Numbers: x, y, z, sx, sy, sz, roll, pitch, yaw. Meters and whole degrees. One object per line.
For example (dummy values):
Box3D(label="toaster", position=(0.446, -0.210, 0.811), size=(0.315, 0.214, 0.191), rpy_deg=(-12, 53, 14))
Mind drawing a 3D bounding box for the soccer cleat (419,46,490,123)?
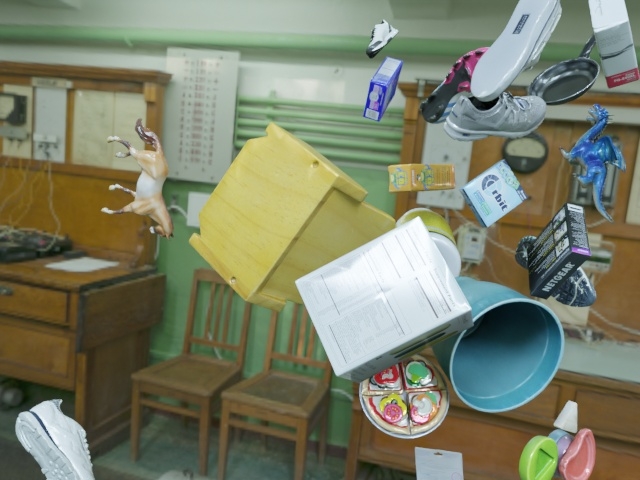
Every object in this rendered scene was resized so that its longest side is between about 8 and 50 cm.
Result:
Box3D(label="soccer cleat", position=(0.451, -0.484, 1.863), size=(0.143, 0.116, 0.331), rpy_deg=(-13, -16, -38))

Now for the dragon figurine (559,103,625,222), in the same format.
Box3D(label="dragon figurine", position=(0.679, -0.196, 1.438), size=(0.144, 0.289, 0.085), rpy_deg=(-30, -35, 26))

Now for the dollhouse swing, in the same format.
Box3D(label="dollhouse swing", position=(-0.051, -0.035, 1.437), size=(0.315, 0.347, 0.305), rpy_deg=(42, 14, 25))

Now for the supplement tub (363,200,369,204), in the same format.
Box3D(label="supplement tub", position=(0.000, 0.000, 1.886), size=(0.241, 0.331, 0.241), rpy_deg=(24, 2, -1))

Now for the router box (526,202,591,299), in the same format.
Box3D(label="router box", position=(0.509, 0.025, 1.287), size=(0.046, 0.179, 0.133), rpy_deg=(14, 53, -4))

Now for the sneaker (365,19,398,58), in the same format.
Box3D(label="sneaker", position=(0.112, -0.398, 1.177), size=(0.040, 0.044, 0.109), rpy_deg=(-35, 14, 49))

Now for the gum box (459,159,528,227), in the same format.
Box3D(label="gum box", position=(0.585, -0.158, 2.013), size=(0.184, 0.157, 0.041), rpy_deg=(-35, 6, -10))

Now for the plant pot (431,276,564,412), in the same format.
Box3D(label="plant pot", position=(0.372, 0.212, 1.387), size=(0.272, 0.271, 0.255), rpy_deg=(3, 17, -15))

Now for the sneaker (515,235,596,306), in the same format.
Box3D(label="sneaker", position=(0.636, 0.074, 1.550), size=(0.122, 0.110, 0.283), rpy_deg=(8, 27, -21))

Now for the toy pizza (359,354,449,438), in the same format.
Box3D(label="toy pizza", position=(0.188, 0.338, 1.328), size=(0.201, 0.201, 0.032), rpy_deg=(6, -35, 4))

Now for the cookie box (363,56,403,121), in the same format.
Box3D(label="cookie box", position=(0.131, -0.318, 1.249), size=(0.040, 0.092, 0.107), rpy_deg=(22, 49, 10))

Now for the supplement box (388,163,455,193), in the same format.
Box3D(label="supplement box", position=(0.286, -0.175, 1.668), size=(0.080, 0.078, 0.233), rpy_deg=(2, 7, 45))

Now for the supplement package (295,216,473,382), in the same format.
Box3D(label="supplement package", position=(0.129, 0.123, 1.146), size=(0.263, 0.198, 0.199), rpy_deg=(-28, -22, 6))

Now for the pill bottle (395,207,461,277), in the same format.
Box3D(label="pill bottle", position=(0.305, 0.018, 1.770), size=(0.188, 0.188, 0.334), rpy_deg=(6, 21, 4))

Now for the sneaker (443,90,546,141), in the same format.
Box3D(label="sneaker", position=(0.437, -0.312, 1.429), size=(0.281, 0.115, 0.105), rpy_deg=(-16, 52, -22))

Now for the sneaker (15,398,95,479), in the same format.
Box3D(label="sneaker", position=(-0.488, 0.413, 1.159), size=(0.235, 0.090, 0.095), rpy_deg=(52, 27, 11))

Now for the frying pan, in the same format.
Box3D(label="frying pan", position=(0.725, -0.501, 1.751), size=(0.197, 0.053, 0.326), rpy_deg=(-6, 44, 39))

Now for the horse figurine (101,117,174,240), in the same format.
Box3D(label="horse figurine", position=(-0.410, -0.141, 1.369), size=(0.174, 0.263, 0.066), rpy_deg=(16, 15, 12))

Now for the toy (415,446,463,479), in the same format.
Box3D(label="toy", position=(0.349, 0.708, 1.706), size=(0.137, 0.237, 0.056), rpy_deg=(-2, 2, 27))

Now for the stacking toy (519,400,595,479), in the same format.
Box3D(label="stacking toy", position=(0.586, 0.582, 1.588), size=(0.309, 0.279, 0.130), rpy_deg=(-35, 25, -29))

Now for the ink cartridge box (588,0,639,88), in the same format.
Box3D(label="ink cartridge box", position=(0.585, -0.400, 1.186), size=(0.063, 0.109, 0.150), rpy_deg=(-12, -41, 28))

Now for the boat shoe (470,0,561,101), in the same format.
Box3D(label="boat shoe", position=(0.400, -0.383, 1.200), size=(0.088, 0.267, 0.096), rpy_deg=(34, -8, -41))
